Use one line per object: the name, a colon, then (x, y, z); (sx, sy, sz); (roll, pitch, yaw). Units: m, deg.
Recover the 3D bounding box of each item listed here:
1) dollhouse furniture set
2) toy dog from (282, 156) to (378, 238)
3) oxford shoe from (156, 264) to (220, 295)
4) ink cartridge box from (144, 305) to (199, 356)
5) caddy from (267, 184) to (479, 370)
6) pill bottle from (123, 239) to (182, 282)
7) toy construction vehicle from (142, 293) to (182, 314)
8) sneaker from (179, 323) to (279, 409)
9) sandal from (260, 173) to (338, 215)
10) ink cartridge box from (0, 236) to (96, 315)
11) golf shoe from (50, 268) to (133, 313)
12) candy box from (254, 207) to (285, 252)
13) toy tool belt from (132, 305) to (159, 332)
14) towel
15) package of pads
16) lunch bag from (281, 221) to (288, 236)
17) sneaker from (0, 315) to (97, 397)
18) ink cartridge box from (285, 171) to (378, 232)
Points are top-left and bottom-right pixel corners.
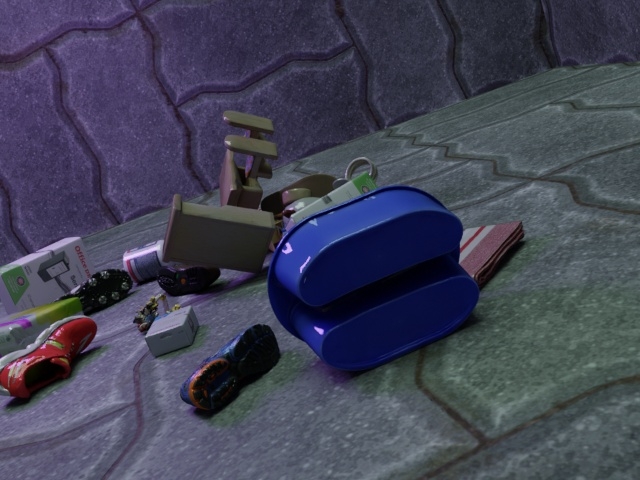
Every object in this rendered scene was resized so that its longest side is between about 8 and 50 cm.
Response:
dollhouse furniture set: (-0.283, -0.110, 1.874); (0.256, 0.362, 0.394); (9, 36, -18)
toy dog: (0.028, -0.079, 1.816); (0.333, 0.220, 0.161); (-27, -10, 10)
oxford shoe: (-0.359, 0.102, 1.880); (0.227, 0.083, 0.096); (-1, 10, 39)
ink cartridge box: (-0.321, 0.196, 1.497); (0.088, 0.052, 0.122); (-19, 13, 3)
caddy: (0.085, 0.053, 1.114); (0.341, 0.241, 0.179); (-21, 19, -9)
pill bottle: (-0.514, 0.059, 2.160); (0.180, 0.108, 0.108); (-17, 14, 8)
toy construction vehicle: (-0.373, 0.163, 1.654); (0.085, 0.035, 0.098); (23, 19, 11)
sneaker: (-0.157, 0.210, 1.180); (0.087, 0.083, 0.221); (-17, 8, 43)
sandal: (-0.051, -0.131, 1.961); (0.240, 0.088, 0.079); (-18, 3, 10)
ink cartridge box: (-0.844, 0.131, 2.141); (0.114, 0.198, 0.273); (-4, 21, 46)
golf shoe: (-0.686, 0.162, 2.023); (0.272, 0.105, 0.120); (-29, 10, -34)
candy box: (-0.114, -0.055, 2.090); (0.182, 0.088, 0.316); (-22, 14, -16)
toy tool belt: (-0.432, 0.188, 1.667); (0.052, 0.051, 0.083); (-54, -1, 22)
towel: (0.220, 0.044, 1.388); (0.329, 0.037, 0.237); (-9, 20, 43)
package of pads: (-0.781, 0.246, 1.769); (0.229, 0.101, 0.296); (-15, 6, 16)
lunch bag: (0.000, 0.000, 1.650); (0.151, 0.129, 0.096); (-18, 14, 11)
sneaker: (-0.597, 0.270, 1.556); (0.118, 0.107, 0.279); (10, 30, 27)
ink cartridge box: (0.053, -0.029, 1.554); (0.219, 0.160, 0.092); (-30, -7, -20)
